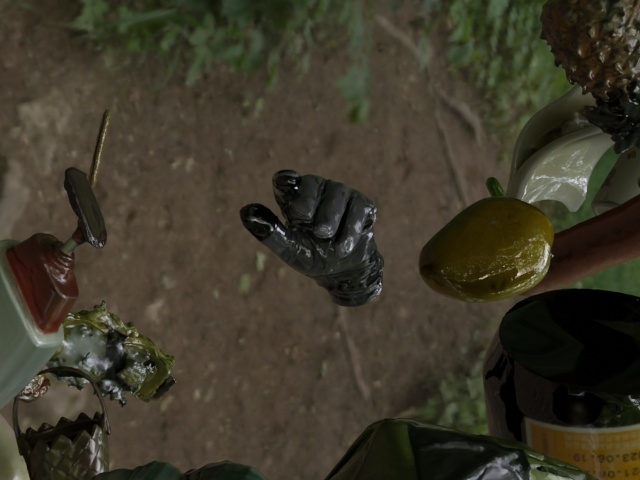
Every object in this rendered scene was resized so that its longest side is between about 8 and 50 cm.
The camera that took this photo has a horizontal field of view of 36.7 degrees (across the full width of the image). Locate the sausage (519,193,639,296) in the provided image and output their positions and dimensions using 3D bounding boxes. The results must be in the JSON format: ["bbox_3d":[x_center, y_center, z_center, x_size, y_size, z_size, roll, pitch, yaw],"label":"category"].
[{"bbox_3d":[0.441,-0.011,1.433,0.094,0.419,0.094,20,57,-31],"label":"sausage"}]

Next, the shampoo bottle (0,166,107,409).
[{"bbox_3d":[-0.295,0.059,0.876,0.153,0.284,0.071,54,14,13],"label":"shampoo bottle"}]

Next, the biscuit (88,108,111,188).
[{"bbox_3d":[-0.391,-0.162,1.711,0.071,0.018,0.147,172,-72,-77],"label":"biscuit"}]

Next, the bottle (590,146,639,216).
[{"bbox_3d":[0.595,-0.131,1.762,0.110,0.233,0.110,31,-12,8],"label":"bottle"}]

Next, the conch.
[{"bbox_3d":[-0.158,0.346,1.162,0.220,0.277,0.195,-2,114,-68],"label":"conch"}]

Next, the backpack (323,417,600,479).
[{"bbox_3d":[0.112,0.237,0.740,0.207,0.254,0.140,124,-27,-42],"label":"backpack"}]

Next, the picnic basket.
[{"bbox_3d":[-0.357,0.264,1.338,0.138,0.128,0.178,178,-96,-76],"label":"picnic basket"}]

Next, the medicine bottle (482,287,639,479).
[{"bbox_3d":[0.309,0.269,1.093,0.242,0.243,0.394,-94,177,-64],"label":"medicine bottle"}]

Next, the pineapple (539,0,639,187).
[{"bbox_3d":[0.410,-0.197,1.234,0.310,0.170,0.141,57,35,-12],"label":"pineapple"}]

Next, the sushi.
[{"bbox_3d":[-0.381,0.206,1.732,0.291,0.139,0.131,31,27,-34],"label":"sushi"}]

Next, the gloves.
[{"bbox_3d":[-0.001,-0.006,1.120,0.285,0.142,0.119,57,18,-65],"label":"gloves"}]

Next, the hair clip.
[{"bbox_3d":[0.409,-0.164,1.560,0.282,0.173,0.113,-55,-131,47],"label":"hair clip"}]

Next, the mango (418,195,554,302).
[{"bbox_3d":[0.213,0.015,1.248,0.098,0.195,0.137,99,-31,-55],"label":"mango"}]

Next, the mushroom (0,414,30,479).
[{"bbox_3d":[-0.593,0.402,1.464,0.353,0.353,0.325,62,12,-68],"label":"mushroom"}]

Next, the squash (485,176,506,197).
[{"bbox_3d":[0.322,-0.074,1.723,0.089,0.027,0.027,61,3,9],"label":"squash"}]

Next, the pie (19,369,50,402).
[{"bbox_3d":[-0.502,0.215,1.593,0.088,0.033,0.191,-87,154,-43],"label":"pie"}]
